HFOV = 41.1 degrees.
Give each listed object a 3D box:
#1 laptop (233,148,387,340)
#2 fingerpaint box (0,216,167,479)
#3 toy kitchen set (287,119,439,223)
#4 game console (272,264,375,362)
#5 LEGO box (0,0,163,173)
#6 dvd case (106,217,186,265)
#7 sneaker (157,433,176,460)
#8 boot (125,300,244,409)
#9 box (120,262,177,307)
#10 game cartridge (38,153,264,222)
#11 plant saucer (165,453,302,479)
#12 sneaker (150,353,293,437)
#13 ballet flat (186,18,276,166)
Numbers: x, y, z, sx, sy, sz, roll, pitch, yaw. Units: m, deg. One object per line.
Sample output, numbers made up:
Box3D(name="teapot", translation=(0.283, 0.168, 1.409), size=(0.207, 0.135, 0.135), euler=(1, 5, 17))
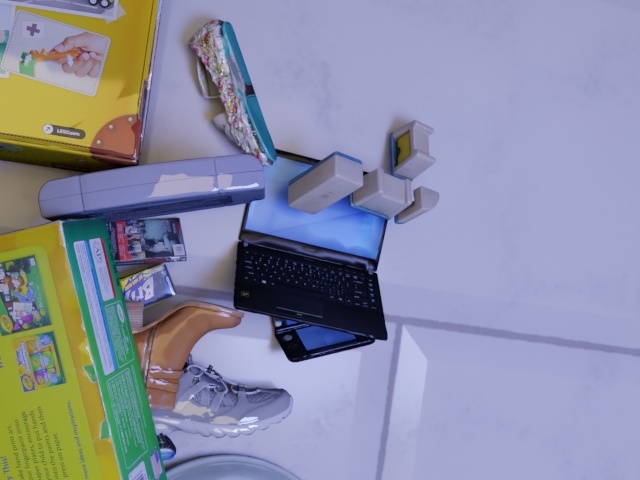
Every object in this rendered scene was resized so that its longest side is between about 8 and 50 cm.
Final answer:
Box3D(name="laptop", translation=(0.000, 0.000, 1.297), size=(0.234, 0.264, 0.137), euler=(13, 122, -11))
Box3D(name="fingerpaint box", translation=(-0.425, 0.224, 1.112), size=(0.371, 0.163, 0.445), euler=(-13, 92, 7))
Box3D(name="toy kitchen set", translation=(0.067, -0.119, 1.327), size=(0.207, 0.122, 0.166), euler=(18, 59, -34))
Box3D(name="game console", translation=(0.000, 0.113, 1.332), size=(0.144, 0.124, 0.085), euler=(-12, 118, -15))
Box3D(name="LEGO box", translation=(-0.466, -0.308, 1.131), size=(0.500, 0.193, 0.373), euler=(9, 84, -14))
Box3D(name="dvd case", translation=(-0.263, 0.002, 1.267), size=(0.119, 0.013, 0.087), euler=(-5, 45, -15))
Box3D(name="sneaker", translation=(-0.294, 0.331, 1.265), size=(0.162, 0.063, 0.073), euler=(-11, 110, -12))
Box3D(name="boot", translation=(-0.206, 0.163, 1.211), size=(0.197, 0.073, 0.152), euler=(-1, 81, -1))
Box3D(name="box", translation=(-0.301, 0.087, 1.259), size=(0.168, 0.059, 0.054), euler=(-22, 94, -15))
Box3D(name="game cartridge", translation=(-0.225, -0.068, 1.186), size=(0.297, 0.198, 0.062), euler=(-8, 83, -4))
Box3D(name="plant saucer", translation=(-0.127, 0.513, 1.226), size=(0.400, 0.100, 0.401), euler=(6, 75, -21))
Box3D(name="sneaker", translation=(-0.177, 0.227, 1.266), size=(0.281, 0.105, 0.115), euler=(2, 88, -15))
Box3D(name="ballet flat", translation=(-0.138, -0.219, 1.312), size=(0.077, 0.091, 0.241), euler=(-19, 90, 15))
